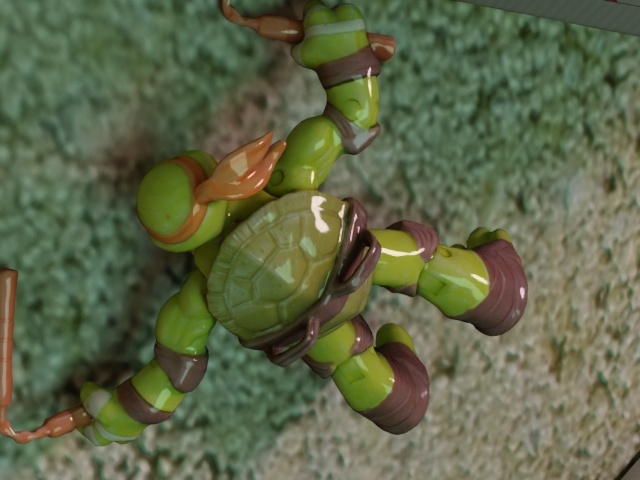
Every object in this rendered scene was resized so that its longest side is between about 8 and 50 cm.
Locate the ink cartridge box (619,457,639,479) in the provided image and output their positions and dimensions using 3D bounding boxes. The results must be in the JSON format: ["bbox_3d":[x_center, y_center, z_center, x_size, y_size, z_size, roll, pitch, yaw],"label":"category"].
[{"bbox_3d":[0.220,0.328,0.882,0.395,0.285,0.166,-47,133,-7],"label":"ink cartridge box"}]

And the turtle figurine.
[{"bbox_3d":[0.000,0.000,0.655,0.217,0.087,0.269,27,97,-44],"label":"turtle figurine"}]

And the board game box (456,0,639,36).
[{"bbox_3d":[0.156,-0.166,0.485,0.097,0.303,0.224,-44,135,-29],"label":"board game box"}]
